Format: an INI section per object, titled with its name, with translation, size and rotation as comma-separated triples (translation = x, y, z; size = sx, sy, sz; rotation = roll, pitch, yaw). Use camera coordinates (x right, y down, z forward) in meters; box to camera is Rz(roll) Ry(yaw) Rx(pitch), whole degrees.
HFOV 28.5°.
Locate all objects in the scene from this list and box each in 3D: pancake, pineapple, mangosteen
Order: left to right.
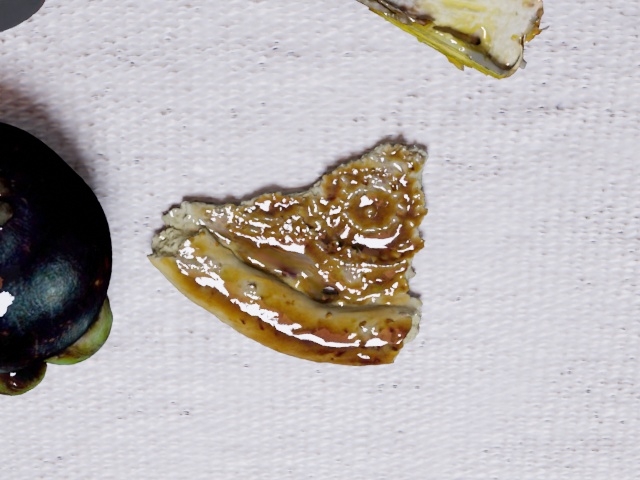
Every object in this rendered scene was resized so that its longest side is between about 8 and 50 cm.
[mangosteen]
translation = -0.288, 0.022, 1.112
size = 0.243, 0.243, 0.243
rotation = 0, 112, 1
[pancake]
translation = 0.000, 0.000, 1.169
size = 0.266, 0.057, 0.244
rotation = 33, 108, -10
[pineapple]
translation = 0.090, -0.235, 1.027
size = 0.186, 0.114, 0.236
rotation = -26, 112, -18

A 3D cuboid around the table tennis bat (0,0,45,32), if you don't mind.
[table tennis bat]
translation = -0.271, -0.252, 1.050
size = 0.274, 0.021, 0.154
rotation = -12, 120, 26
